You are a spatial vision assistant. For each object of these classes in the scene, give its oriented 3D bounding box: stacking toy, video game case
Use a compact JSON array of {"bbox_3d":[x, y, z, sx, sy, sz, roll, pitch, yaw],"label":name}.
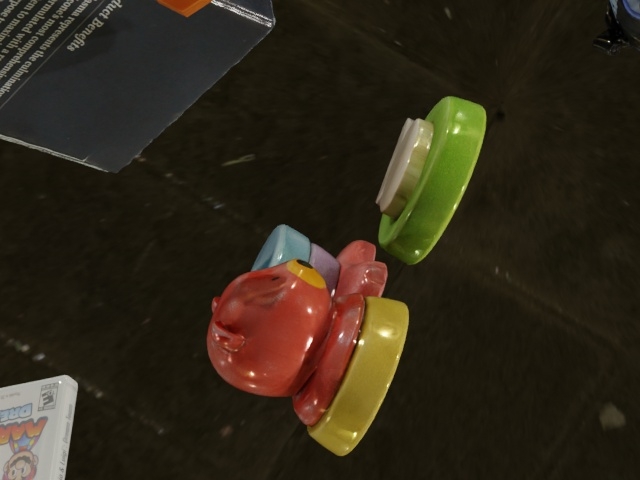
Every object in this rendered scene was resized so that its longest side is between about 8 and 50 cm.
[{"bbox_3d":[0.000,0.000,1.196,0.130,0.309,0.280,24,89,-8],"label":"stacking toy"},{"bbox_3d":[-0.238,0.168,1.014,0.157,0.019,0.143,-13,55,23],"label":"video game case"}]

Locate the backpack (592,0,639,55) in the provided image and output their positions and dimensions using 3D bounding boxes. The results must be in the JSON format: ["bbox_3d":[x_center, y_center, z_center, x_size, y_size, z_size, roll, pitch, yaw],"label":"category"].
[{"bbox_3d":[0.375,-0.343,1.473,0.276,0.213,0.263,-13,70,6],"label":"backpack"}]

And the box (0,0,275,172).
[{"bbox_3d":[-0.340,-0.383,1.495,0.297,0.471,0.480,-36,51,35],"label":"box"}]

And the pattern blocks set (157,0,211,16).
[{"bbox_3d":[-0.100,-0.288,0.990,0.324,0.026,0.286,5,86,5],"label":"pattern blocks set"}]
